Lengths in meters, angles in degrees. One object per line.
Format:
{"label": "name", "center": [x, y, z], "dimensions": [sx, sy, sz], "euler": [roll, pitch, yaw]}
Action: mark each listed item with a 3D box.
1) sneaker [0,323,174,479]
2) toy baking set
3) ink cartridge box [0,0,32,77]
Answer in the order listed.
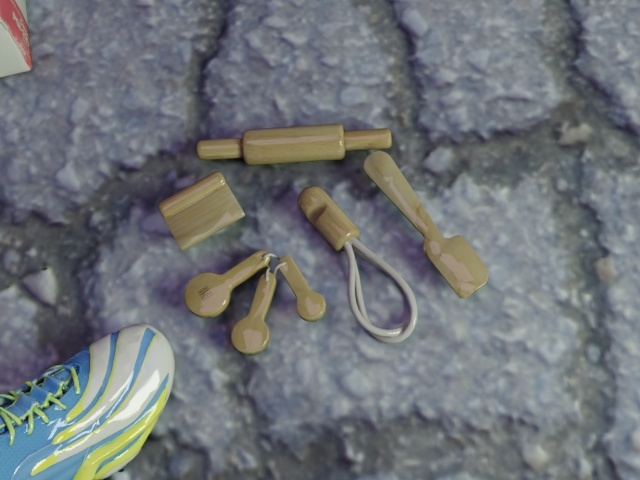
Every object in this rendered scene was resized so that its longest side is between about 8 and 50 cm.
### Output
{"label": "sneaker", "center": [-0.205, 0.142, 0.813], "dimensions": [0.091, 0.126, 0.240], "euler": [37, 76, 21]}
{"label": "toy baking set", "center": [-0.002, -0.006, 0.910], "dimensions": [0.256, 0.030, 0.197], "euler": [-7, 68, 5]}
{"label": "ink cartridge box", "center": [-0.356, -0.246, 1.030], "dimensions": [0.158, 0.092, 0.218], "euler": [-13, 66, 2]}
